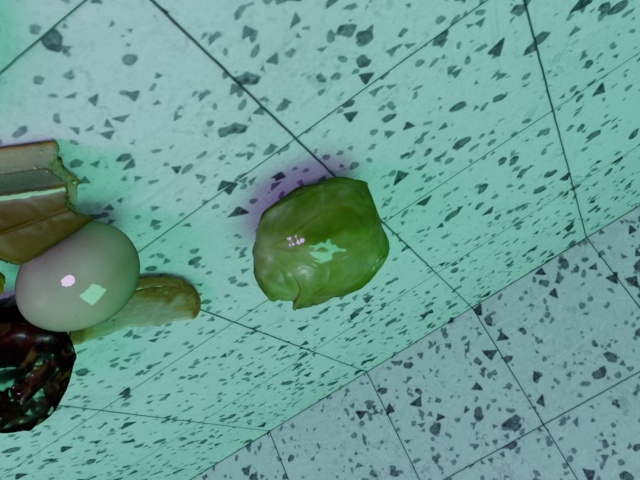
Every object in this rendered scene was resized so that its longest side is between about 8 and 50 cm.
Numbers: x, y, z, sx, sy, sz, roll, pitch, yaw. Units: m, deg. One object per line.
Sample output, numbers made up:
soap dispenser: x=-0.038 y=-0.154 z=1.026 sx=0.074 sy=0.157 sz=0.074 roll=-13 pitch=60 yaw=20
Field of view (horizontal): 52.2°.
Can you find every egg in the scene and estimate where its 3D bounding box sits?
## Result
egg: x=-0.447 y=0.070 z=1.195 sx=0.253 sy=0.189 sz=0.188 roll=-31 pitch=151 yaw=16

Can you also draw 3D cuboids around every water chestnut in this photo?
water chestnut: x=-0.633 y=0.272 z=1.286 sx=0.299 sy=0.300 sz=0.300 roll=-20 pitch=150 yaw=-12

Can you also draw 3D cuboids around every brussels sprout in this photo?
brussels sprout: x=0.000 y=0.000 z=1.410 sx=0.327 sy=0.247 sz=0.328 roll=-8 pitch=154 yaw=-4

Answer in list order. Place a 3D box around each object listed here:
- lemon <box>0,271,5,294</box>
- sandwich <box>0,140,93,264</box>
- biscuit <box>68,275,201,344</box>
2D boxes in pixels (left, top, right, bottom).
lemon: x=-0.638 y=0.085 z=1.113 sx=0.187 sy=0.142 sz=0.142 roll=-17 pitch=150 yaw=-23
sandwich: x=-0.482 y=-0.078 z=1.014 sx=0.186 sy=0.108 sz=0.220 roll=-32 pitch=148 yaw=8
biscuit: x=-0.418 y=0.149 z=1.500 sx=0.308 sy=0.040 sz=0.205 roll=-10 pitch=147 yaw=-29
